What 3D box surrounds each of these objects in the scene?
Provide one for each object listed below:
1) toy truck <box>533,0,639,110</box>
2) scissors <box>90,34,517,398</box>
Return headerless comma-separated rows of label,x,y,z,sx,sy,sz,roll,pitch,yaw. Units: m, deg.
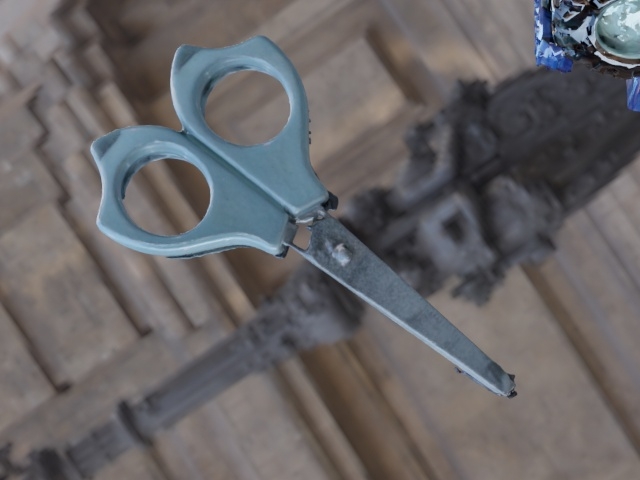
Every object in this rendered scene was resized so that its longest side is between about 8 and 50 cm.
toy truck,0.196,-0.105,0.726,0.126,0.208,0.113,91,-175,-51
scissors,0.000,0.000,1.229,0.360,0.191,0.029,38,172,11
